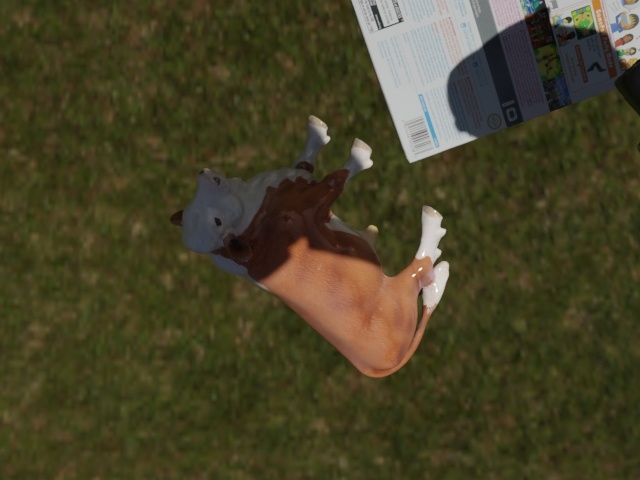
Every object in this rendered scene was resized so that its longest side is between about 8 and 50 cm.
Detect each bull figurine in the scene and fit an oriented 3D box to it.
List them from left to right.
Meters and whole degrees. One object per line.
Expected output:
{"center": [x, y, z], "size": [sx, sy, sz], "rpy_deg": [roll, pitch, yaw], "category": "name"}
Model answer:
{"center": [0.000, 0.000, 1.597], "size": [0.310, 0.101, 0.188], "rpy_deg": [44, 77, -29], "category": "bull figurine"}

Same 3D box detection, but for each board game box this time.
{"center": [0.186, -0.232, 1.556], "size": [0.303, 0.097, 0.224], "rpy_deg": [-19, 129, 4], "category": "board game box"}

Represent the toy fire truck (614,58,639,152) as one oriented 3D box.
{"center": [0.276, -0.093, 0.776], "size": [0.217, 0.246, 0.158], "rpy_deg": [-43, 88, 22], "category": "toy fire truck"}
